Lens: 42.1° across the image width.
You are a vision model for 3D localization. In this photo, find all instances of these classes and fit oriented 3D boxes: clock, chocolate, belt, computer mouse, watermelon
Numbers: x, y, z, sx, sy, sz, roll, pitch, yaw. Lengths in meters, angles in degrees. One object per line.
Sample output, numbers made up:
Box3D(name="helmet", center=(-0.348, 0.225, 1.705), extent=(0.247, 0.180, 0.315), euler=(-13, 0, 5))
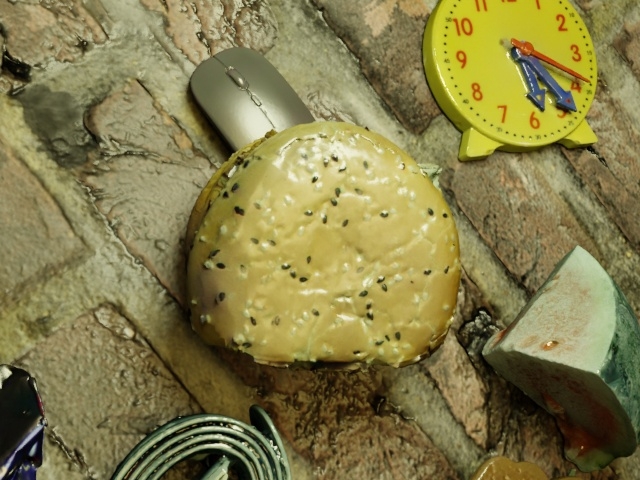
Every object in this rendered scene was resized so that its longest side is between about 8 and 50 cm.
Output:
Box3D(name="clock", center=(0.290, -0.266, 1.225), extent=(0.277, 0.071, 0.293), euler=(-15, 83, -21))
Box3D(name="chocolate", center=(-0.365, 0.297, 0.863), extent=(0.149, 0.126, 0.343), euler=(-6, 73, 22))
Box3D(name="belt", center=(-0.137, 0.303, 0.935), extent=(0.207, 0.116, 0.267), euler=(29, 73, -6))
Box3D(name="computer mouse", center=(-0.072, -0.148, 1.084), extent=(0.120, 0.057, 0.232), euler=(-35, 92, -22))
Box3D(name="watermelon", center=(0.319, 0.169, 1.084), extent=(0.214, 0.289, 0.319), euler=(-2, 92, 11))

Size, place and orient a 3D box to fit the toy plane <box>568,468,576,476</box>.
Box3D(name="toy plane", center=(0.344, 0.351, 1.133), extent=(0.083, 0.033, 0.080), euler=(4, 66, -18))

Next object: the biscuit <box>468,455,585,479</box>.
Box3D(name="biscuit", center=(0.327, 0.398, 1.069), extent=(0.320, 0.047, 0.183), euler=(17, 66, -5))

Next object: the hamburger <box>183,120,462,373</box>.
Box3D(name="hamburger", center=(0.000, 0.000, 0.981), extent=(0.318, 0.195, 0.276), euler=(1, 97, -15))
